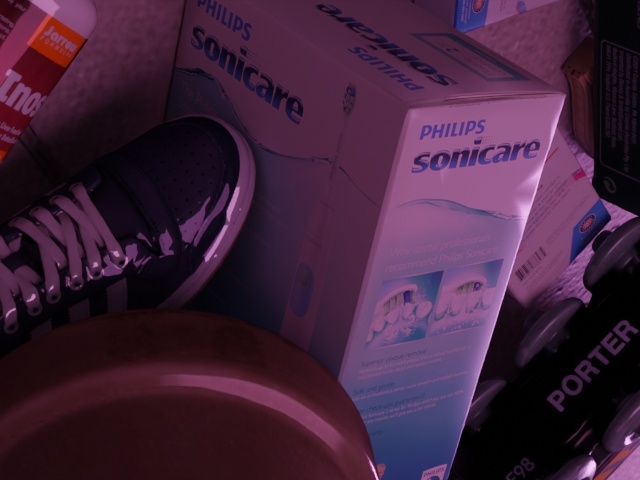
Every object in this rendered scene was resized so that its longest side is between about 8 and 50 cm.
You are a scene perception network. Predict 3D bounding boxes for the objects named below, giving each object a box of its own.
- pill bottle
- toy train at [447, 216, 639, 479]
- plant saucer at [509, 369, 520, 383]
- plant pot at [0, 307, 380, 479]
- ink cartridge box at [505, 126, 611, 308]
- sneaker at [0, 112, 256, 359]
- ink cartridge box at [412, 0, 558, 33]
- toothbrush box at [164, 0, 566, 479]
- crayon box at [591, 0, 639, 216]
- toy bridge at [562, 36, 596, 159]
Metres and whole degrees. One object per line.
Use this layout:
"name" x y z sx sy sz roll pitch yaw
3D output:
"pill bottle" -0.174 -0.109 0.795 0.152 0.086 0.086 -55 139 4
"toy train" 0.230 0.123 1.239 0.334 0.142 0.190 -47 155 -3
"plant saucer" 0.227 0.146 1.386 0.199 0.036 0.198 -24 132 -29
"plant pot" -0.076 0.200 0.760 0.263 0.229 0.263 -5 119 -9
"ink cartridge box" 0.145 -0.037 1.156 0.104 0.061 0.181 -47 140 -4
"sneaker" -0.168 0.017 0.830 0.282 0.099 0.153 -38 159 4
"ink cartridge box" 0.127 -0.203 1.026 0.122 0.052 0.088 -21 131 -29
"toothbrush box" 0.000 0.000 0.936 0.126 0.216 0.295 -10 124 -37
"crayon box" 0.356 -0.173 1.208 0.323 0.083 0.203 -31 131 -29
"toy bridge" 0.243 -0.093 1.233 0.063 0.026 0.188 -51 139 0
